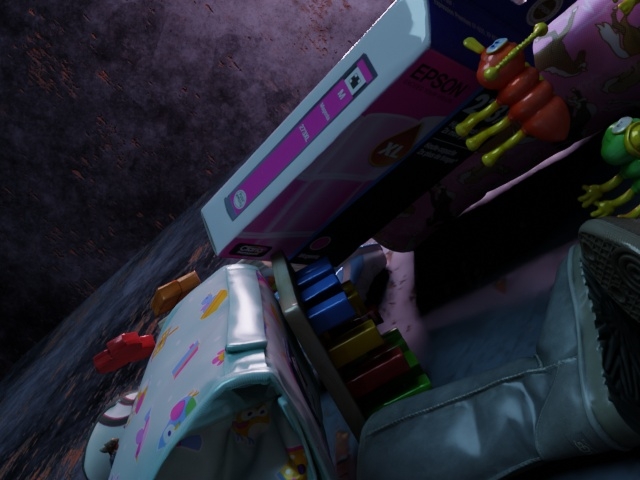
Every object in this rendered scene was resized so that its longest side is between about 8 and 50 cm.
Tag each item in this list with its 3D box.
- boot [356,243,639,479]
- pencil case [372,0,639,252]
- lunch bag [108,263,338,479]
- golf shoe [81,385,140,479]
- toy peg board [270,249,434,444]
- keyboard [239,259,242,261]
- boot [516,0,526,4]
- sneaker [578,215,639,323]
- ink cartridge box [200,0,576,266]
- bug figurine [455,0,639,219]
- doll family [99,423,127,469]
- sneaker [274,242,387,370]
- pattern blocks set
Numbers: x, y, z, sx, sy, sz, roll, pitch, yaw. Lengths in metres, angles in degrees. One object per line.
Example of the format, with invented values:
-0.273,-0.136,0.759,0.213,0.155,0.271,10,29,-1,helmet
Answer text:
0.126,0.106,0.508,0.208,0.076,0.189,-40,14,38,boot
0.191,-0.135,0.764,0.386,0.167,0.160,-35,63,29,pencil case
-0.071,0.164,0.516,0.223,0.160,0.262,-112,36,-73,lunch bag
-0.210,0.240,0.901,0.273,0.105,0.120,-43,23,7,golf shoe
0.030,0.084,0.634,0.079,0.160,0.161,-28,17,0,toy peg board
-0.148,0.072,1.300,0.192,0.038,0.100,-57,-2,-34,keyboard
0.290,-0.247,0.941,0.305,0.115,0.112,-89,4,-85,boot
0.235,0.028,0.391,0.071,0.066,0.188,-33,38,-12,sneaker
0.065,-0.102,0.636,0.371,0.176,0.069,-44,57,31,ink cartridge box
0.248,-0.142,0.549,0.279,0.216,0.072,-47,6,-14,bug figurine
-0.171,0.248,0.788,0.076,0.111,0.193,-14,-24,-45,doll family
0.010,0.075,0.816,0.087,0.092,0.229,-31,2,45,sneaker
-0.108,0.078,0.896,0.325,0.026,0.285,-40,-22,30,pattern blocks set
